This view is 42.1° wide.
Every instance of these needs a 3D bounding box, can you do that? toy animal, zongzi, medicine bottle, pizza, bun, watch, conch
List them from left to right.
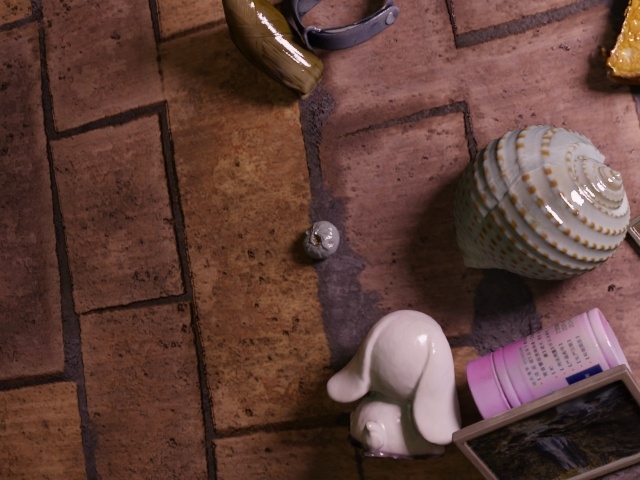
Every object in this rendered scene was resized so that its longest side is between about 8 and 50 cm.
[{"bbox_3d":[-0.099,-0.414,1.652,0.228,0.256,0.115,42,82,17],"label":"zongzi"},{"bbox_3d":[0.000,0.000,1.704,0.083,0.045,0.083,-2,85,27],"label":"bun"},{"bbox_3d":[0.041,-0.465,1.657,0.206,0.068,0.193,-38,62,-6],"label":"watch"},{"bbox_3d":[0.136,0.280,1.571,0.249,0.174,0.289,-9,86,21],"label":"toy animal"},{"bbox_3d":[0.367,-0.067,1.471,0.319,0.215,0.302,-24,69,19],"label":"conch"},{"bbox_3d":[0.403,0.237,1.473,0.254,0.152,0.152,-28,78,20],"label":"medicine bottle"},{"bbox_3d":[0.592,-0.389,1.455,0.251,0.074,0.287,-35,75,18],"label":"pizza"}]

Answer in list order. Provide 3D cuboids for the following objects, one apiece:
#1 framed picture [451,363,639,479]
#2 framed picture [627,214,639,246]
[{"bbox_3d":[0.424,0.350,1.450,0.324,0.020,0.240,-27,122,19],"label":"framed picture"},{"bbox_3d":[0.678,0.020,1.439,0.184,0.016,0.250,-40,75,16],"label":"framed picture"}]
